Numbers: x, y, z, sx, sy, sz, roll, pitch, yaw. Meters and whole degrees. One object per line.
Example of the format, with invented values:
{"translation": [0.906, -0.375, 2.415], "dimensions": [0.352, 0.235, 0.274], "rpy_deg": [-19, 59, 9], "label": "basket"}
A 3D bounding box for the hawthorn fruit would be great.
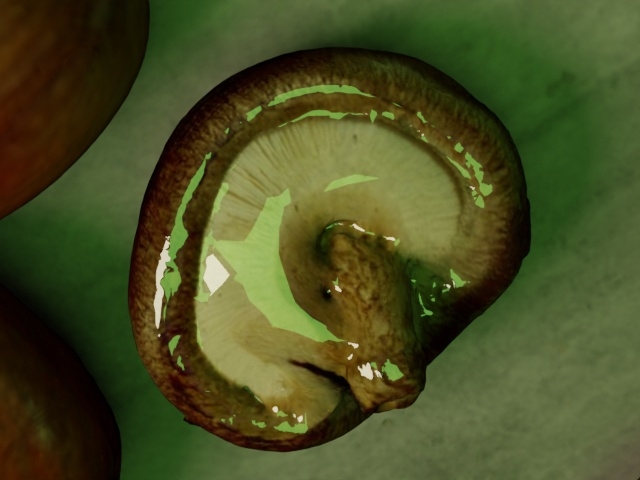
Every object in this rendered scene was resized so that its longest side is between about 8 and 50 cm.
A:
{"translation": [-0.212, 0.127, 0.789], "dimensions": [0.261, 0.224, 0.224], "rpy_deg": [35, 104, -32], "label": "hawthorn fruit"}

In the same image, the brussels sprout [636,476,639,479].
{"translation": [0.224, 0.206, 0.857], "dimensions": [0.131, 0.145, 0.183], "rpy_deg": [27, 100, 18], "label": "brussels sprout"}

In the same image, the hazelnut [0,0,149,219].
{"translation": [-0.196, -0.106, 0.736], "dimensions": [0.210, 0.210, 0.186], "rpy_deg": [25, 128, -9], "label": "hazelnut"}

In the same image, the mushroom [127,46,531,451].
{"translation": [-0.001, 0.000, 0.796], "dimensions": [0.231, 0.138, 0.194], "rpy_deg": [-35, 91, -3], "label": "mushroom"}
